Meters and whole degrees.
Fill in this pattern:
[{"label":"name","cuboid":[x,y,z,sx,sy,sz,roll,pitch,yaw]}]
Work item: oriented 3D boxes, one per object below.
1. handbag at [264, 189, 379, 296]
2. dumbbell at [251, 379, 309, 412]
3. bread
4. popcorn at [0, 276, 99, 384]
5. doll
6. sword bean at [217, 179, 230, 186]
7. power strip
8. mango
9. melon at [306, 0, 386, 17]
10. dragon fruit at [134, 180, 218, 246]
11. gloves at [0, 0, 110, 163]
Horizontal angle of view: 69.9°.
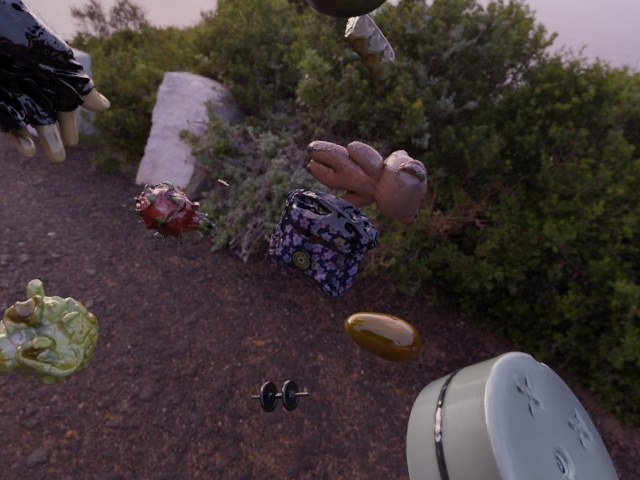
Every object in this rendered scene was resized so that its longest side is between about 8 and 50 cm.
[{"label":"handbag","cuboid":[0.000,0.000,0.993,0.229,0.207,0.127,31,35,15]},{"label":"dumbbell","cuboid":[-0.092,0.350,1.030,0.147,0.069,0.069,-12,26,24]},{"label":"bread","cuboid":[0.151,-0.575,1.351,0.088,0.232,0.128,-12,62,28]},{"label":"popcorn","cuboid":[-0.412,0.147,0.695,0.162,0.141,0.135,45,12,17]},{"label":"doll","cuboid":[0.118,-0.170,1.099,0.303,0.201,0.156,27,59,17]},{"label":"sword bean","cuboid":[-0.326,-0.193,1.542,0.012,0.012,0.083,-14,28,-34]},{"label":"power strip","cuboid":[0.296,0.360,0.688,0.358,0.161,0.357,26,44,-29]},{"label":"mango","cuboid":[0.168,0.249,1.194,0.253,0.113,0.138,24,12,-33]},{"label":"melon","cuboid":[0.026,-0.263,0.432,0.098,0.098,0.131,-10,28,-29]},{"label":"dragon fruit","cuboid":[-0.387,-0.060,1.240,0.135,0.236,0.137,-1,56,55]},{"label":"gloves","cuboid":[-0.330,-0.172,0.501,0.165,0.203,0.124,-6,70,-7]}]
